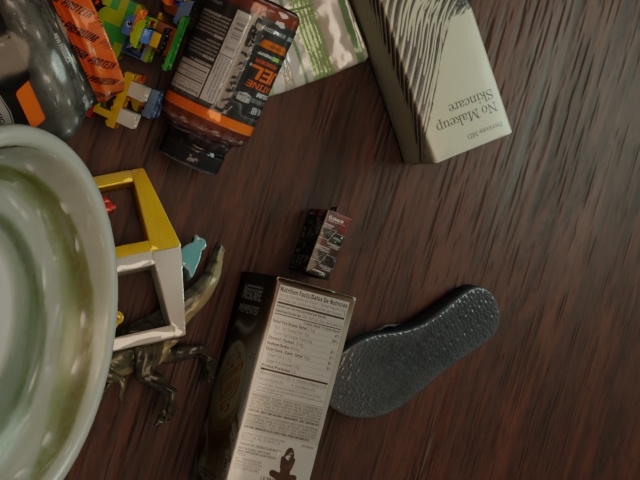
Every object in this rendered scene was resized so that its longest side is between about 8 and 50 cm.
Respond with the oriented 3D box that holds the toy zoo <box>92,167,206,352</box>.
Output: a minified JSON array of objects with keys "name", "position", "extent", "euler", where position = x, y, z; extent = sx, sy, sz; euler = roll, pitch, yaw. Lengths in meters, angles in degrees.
[{"name":"toy zoo","position":[-0.264,0.033,1.615],"extent":[0.293,0.030,0.192],"euler":[-13,80,-19]}]

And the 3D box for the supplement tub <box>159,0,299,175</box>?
[{"name":"supplement tub","position":[-0.105,-0.173,1.643],"extent":[0.106,0.106,0.197],"euler":[22,97,-19]}]

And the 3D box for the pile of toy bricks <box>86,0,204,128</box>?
[{"name":"pile of toy bricks","position":[-0.199,-0.233,1.629],"extent":[0.105,0.118,0.212],"euler":[25,101,9]}]

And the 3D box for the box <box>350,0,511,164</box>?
[{"name":"box","position":[0.115,-0.231,1.731],"extent":[0.113,0.094,0.275],"euler":[-24,99,-17]}]

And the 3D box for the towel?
[{"name":"towel","position":[-0.029,-0.232,1.718],"extent":[0.152,0.023,0.113],"euler":[-23,99,-17]}]

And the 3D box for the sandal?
[{"name":"sandal","position":[0.098,0.132,1.770],"extent":[0.254,0.054,0.097],"euler":[-23,107,-27]}]

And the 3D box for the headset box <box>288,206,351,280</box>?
[{"name":"headset box","position":[0.000,0.000,1.717],"extent":[0.032,0.062,0.083],"euler":[23,84,-20]}]

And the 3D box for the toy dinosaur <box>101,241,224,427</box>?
[{"name":"toy dinosaur","position":[-0.177,0.126,1.663],"extent":[0.268,0.064,0.118],"euler":[-39,97,-17]}]

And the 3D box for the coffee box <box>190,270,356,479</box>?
[{"name":"coffee box","position":[-0.055,0.165,1.665],"extent":[0.098,0.141,0.246],"euler":[15,86,-19]}]

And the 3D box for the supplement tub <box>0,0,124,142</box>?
[{"name":"supplement tub","position":[-0.378,-0.150,1.484],"extent":[0.338,0.207,0.207],"euler":[-27,101,-10]}]

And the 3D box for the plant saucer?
[{"name":"plant saucer","position":[-0.332,0.085,1.418],"extent":[0.101,0.400,0.400],"euler":[9,89,23]}]
